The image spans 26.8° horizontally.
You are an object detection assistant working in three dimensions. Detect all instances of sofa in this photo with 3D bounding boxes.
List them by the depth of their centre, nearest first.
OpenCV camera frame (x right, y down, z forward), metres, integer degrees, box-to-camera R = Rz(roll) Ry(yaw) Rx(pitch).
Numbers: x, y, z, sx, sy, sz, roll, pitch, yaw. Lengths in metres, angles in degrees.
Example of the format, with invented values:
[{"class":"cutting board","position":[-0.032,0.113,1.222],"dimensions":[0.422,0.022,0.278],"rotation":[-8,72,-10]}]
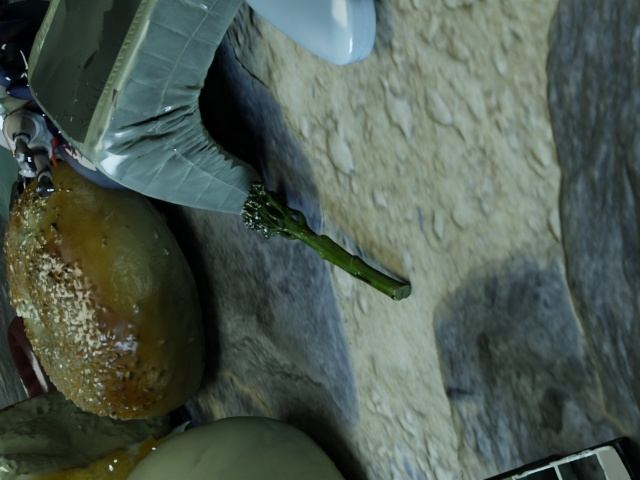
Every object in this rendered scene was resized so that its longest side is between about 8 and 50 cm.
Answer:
[{"class":"sofa","position":[-0.122,-0.165,1.156],"dimensions":[0.210,0.176,0.225],"rotation":[40,111,50]}]

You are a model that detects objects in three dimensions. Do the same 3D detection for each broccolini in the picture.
[{"class":"broccolini","position":[0.000,-0.001,1.059],"dimensions":[0.218,0.044,0.042],"rotation":[27,90,53]}]

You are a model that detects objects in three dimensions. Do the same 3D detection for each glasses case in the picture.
[{"class":"glasses case","position":[-0.015,-0.182,0.958],"dimensions":[0.178,0.045,0.067],"rotation":[42,142,47]}]

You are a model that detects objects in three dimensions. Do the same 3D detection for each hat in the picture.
[{"class":"hat","position":[-0.364,0.182,1.870],"dimensions":[0.205,0.089,0.205],"rotation":[49,151,39]}]

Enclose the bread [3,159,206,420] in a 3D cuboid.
[{"class":"bread","position":[-0.243,0.059,1.450],"dimensions":[0.305,0.159,0.305],"rotation":[48,151,39]}]

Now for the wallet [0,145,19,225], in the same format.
[{"class":"wallet","position":[-0.460,-0.133,1.910],"dimensions":[0.290,0.054,0.251],"rotation":[40,144,42]}]

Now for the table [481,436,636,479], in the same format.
[{"class":"table","position":[0.149,0.213,0.843],"dimensions":[0.175,0.062,0.146],"rotation":[-26,80,33]}]

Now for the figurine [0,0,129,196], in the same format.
[{"class":"figurine","position":[-0.276,-0.146,1.350],"dimensions":[0.265,0.197,0.175],"rotation":[36,135,38]}]

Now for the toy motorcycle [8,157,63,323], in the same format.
[{"class":"toy motorcycle","position":[-0.336,-0.002,1.659],"dimensions":[0.157,0.091,0.263],"rotation":[-102,10,-56]}]

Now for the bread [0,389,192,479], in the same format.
[{"class":"bread","position":[-0.284,0.308,1.593],"dimensions":[0.225,0.250,0.279],"rotation":[39,142,45]}]

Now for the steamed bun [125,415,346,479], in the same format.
[{"class":"steamed bun","position":[-0.085,0.327,1.211],"dimensions":[0.312,0.233,0.334],"rotation":[57,150,28]}]
